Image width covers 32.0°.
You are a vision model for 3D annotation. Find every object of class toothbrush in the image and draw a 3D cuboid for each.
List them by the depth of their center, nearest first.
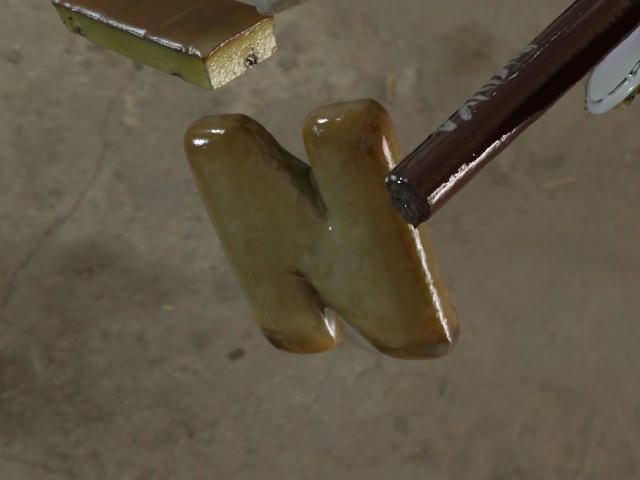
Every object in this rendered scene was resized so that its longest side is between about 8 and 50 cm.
[{"bbox_3d":[0.172,-0.137,0.660,0.364,0.041,0.041,-43,80,-15],"label":"toothbrush"}]

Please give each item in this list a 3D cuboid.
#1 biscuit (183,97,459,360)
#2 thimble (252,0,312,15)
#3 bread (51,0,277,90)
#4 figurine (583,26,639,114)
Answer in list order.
[{"bbox_3d":[0.000,0.000,1.111,0.237,0.062,0.290,0,123,31],"label":"biscuit"},{"bbox_3d":[-0.015,-0.253,0.964,0.115,0.102,0.090,-18,111,20],"label":"thimble"},{"bbox_3d":[-0.237,-0.324,1.663,0.361,0.138,0.077,26,143,37],"label":"bread"},{"bbox_3d":[0.351,-0.139,1.084,0.154,0.132,0.132,32,99,-10],"label":"figurine"}]
